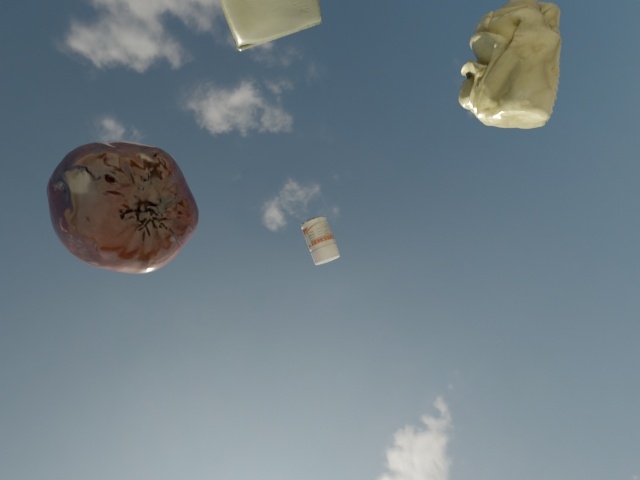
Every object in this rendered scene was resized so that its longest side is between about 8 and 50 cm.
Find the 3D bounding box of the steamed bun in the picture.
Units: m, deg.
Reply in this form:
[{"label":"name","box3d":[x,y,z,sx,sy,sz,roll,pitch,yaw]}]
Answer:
[{"label":"steamed bun","box3d":[0.421,-0.402,1.011,0.276,0.204,0.288,-13,-74,-69]}]

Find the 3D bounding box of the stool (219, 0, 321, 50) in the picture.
[{"label":"stool","box3d":[-0.124,-0.523,0.756,0.171,0.243,0.269,-18,-109,-1]}]

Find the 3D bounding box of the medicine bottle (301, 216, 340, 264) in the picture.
[{"label":"medicine bottle","box3d":[0.000,0.000,0.920,0.057,0.057,0.089,-16,-100,-26]}]

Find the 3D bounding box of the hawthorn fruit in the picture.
[{"label":"hawthorn fruit","box3d":[-0.438,-0.082,0.992,0.308,0.325,0.308,-25,-47,-29]}]
